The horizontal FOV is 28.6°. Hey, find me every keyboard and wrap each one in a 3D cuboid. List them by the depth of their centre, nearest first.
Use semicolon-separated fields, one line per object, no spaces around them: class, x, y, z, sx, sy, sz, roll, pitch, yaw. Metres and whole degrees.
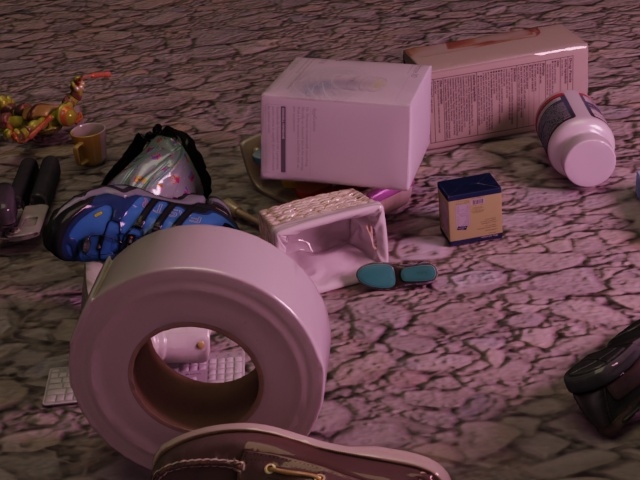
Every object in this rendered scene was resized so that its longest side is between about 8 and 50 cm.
keyboard;-0.224;0.176;1.603;0.256;0.014;0.072;-5;28;1

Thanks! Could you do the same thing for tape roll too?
tape roll;-0.132;0.127;1.393;0.286;0.286;0.100;-2;29;7

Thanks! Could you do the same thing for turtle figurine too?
turtle figurine;-0.520;-0.235;2.338;0.217;0.087;0.269;3;38;32

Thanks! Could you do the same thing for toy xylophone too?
toy xylophone;-0.011;-0.088;1.979;0.322;0.081;0.236;19;37;38

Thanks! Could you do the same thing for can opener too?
can opener;-0.479;-0.084;2.042;0.076;0.095;0.283;-5;29;0

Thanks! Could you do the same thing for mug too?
mug;-0.410;-0.164;2.209;0.078;0.064;0.062;-26;35;-31

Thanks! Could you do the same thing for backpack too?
backpack;-0.256;-0.075;1.940;0.115;0.152;0.182;8;42;41

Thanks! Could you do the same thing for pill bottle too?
pill bottle;0.410;-0.160;2.007;0.107;0.108;0.180;-5;29;1

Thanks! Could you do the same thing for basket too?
basket;0.000;0.000;1.783;0.167;0.113;0.103;-15;27;-18

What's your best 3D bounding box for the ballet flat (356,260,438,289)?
ballet flat;0.108;0.048;1.760;0.114;0.041;0.041;-2;29;6

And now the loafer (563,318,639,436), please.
loafer;0.391;0.146;1.501;0.267;0.084;0.096;-25;2;-37

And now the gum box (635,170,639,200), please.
gum box;0.564;-0.053;1.850;0.156;0.041;0.184;-4;29;2

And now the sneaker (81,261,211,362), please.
sneaker;-0.226;0.101;1.658;0.169;0.108;0.292;-1;17;-17

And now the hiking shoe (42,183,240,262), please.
hiking shoe;-0.241;-0.009;1.794;0.304;0.113;0.132;-5;30;-32

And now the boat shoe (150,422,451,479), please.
boat shoe;-0.028;0.268;1.298;0.324;0.117;0.097;6;27;9

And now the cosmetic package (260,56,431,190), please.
cosmetic package;0.044;-0.182;1.897;0.224;0.138;0.224;6;24;10

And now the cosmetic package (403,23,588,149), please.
cosmetic package;0.303;-0.270;2.183;0.296;0.153;0.129;-9;30;-9

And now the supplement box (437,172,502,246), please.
supplement box;0.221;-0.046;1.854;0.083;0.083;0.056;-10;29;-7
